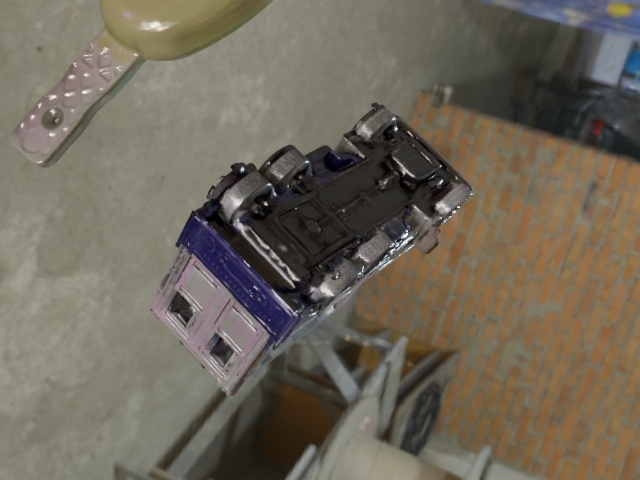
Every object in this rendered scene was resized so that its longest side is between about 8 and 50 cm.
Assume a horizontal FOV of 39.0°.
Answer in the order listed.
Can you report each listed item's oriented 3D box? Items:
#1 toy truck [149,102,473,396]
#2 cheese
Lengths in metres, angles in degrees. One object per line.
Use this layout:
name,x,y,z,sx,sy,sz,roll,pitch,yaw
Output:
toy truck,0.000,0.000,0.754,0.268,0.124,0.155,-32,163,-47
cheese,-0.091,-0.117,0.475,0.192,0.097,0.037,-49,159,-5
